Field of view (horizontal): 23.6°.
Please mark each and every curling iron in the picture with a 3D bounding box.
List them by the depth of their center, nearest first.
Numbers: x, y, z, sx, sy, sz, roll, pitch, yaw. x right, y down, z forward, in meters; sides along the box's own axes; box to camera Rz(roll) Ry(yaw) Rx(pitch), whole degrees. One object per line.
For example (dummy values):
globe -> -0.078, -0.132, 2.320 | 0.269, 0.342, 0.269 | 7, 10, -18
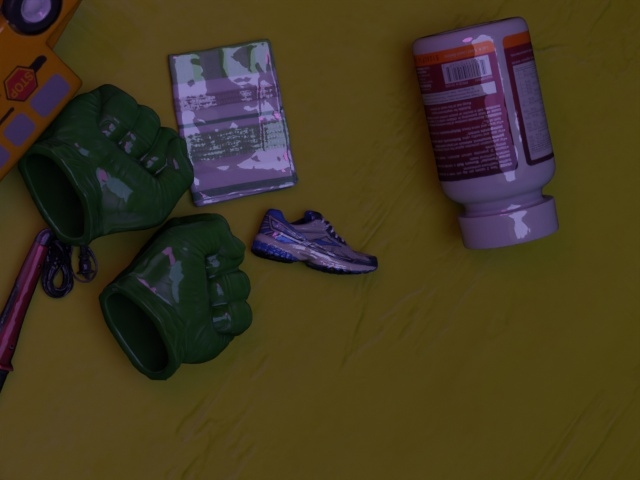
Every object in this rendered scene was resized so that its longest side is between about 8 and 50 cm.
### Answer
curling iron -> -0.287, 0.109, 1.426 | 0.068, 0.035, 0.274 | 29, 81, -22

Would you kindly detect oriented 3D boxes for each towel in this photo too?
towel -> -0.085, -0.116, 1.507 | 0.113, 0.023, 0.152 | -13, 97, -23

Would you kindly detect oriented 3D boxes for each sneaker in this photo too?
sneaker -> 0.000, 0.000, 1.535 | 0.135, 0.052, 0.058 | 14, 83, -23

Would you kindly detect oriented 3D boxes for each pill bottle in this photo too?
pill bottle -> 0.173, -0.109, 1.564 | 0.121, 0.121, 0.221 | -16, 99, -22

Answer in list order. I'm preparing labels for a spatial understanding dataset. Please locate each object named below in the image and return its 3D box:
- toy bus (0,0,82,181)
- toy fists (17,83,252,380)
toy bus -> -0.323, -0.111, 1.325 | 0.333, 0.108, 0.130 | -51, 140, -7
toy fists -> -0.157, -0.013, 1.430 | 0.142, 0.096, 0.279 | -42, 107, -42
